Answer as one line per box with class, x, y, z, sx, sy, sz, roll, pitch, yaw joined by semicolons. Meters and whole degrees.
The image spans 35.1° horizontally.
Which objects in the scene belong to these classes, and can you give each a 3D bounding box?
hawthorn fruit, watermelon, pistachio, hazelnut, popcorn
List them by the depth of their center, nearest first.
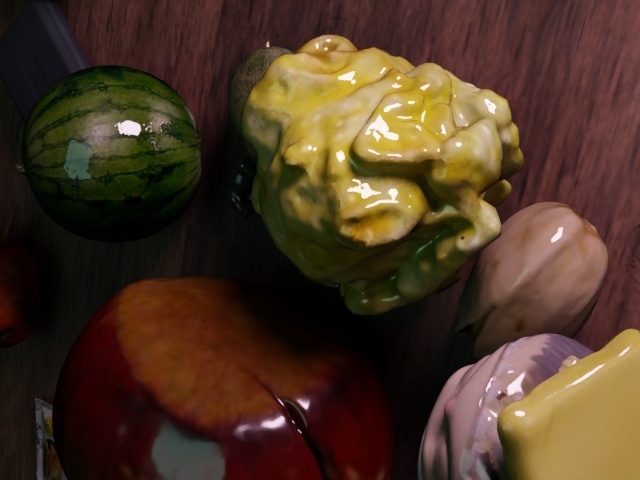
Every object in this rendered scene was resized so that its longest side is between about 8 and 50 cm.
popcorn;0.074;-0.074;1.102;0.312;0.312;0.312;8;104;34
pistachio;0.226;0.056;1.111;0.137;0.153;0.238;56;152;24
hazelnut;-0.113;0.233;1.256;0.429;0.402;0.402;18;110;20
watermelon;-0.281;-0.116;1.369;0.242;0.242;0.242;8;104;34
hawthorn fruit;-0.533;0.054;1.626;0.207;0.207;0.243;29;97;27

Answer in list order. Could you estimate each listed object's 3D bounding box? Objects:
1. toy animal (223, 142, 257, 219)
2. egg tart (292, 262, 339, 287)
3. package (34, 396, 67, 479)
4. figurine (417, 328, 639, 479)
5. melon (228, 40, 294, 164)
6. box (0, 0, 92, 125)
toy animal;-0.094;-0.101;1.359;0.065;0.047;0.135;37;125;33
egg tart;0.000;0.000;1.312;0.129;0.049;0.128;7;102;33
package;-0.424;0.363;1.701;0.173;0.027;0.171;13;107;36
figurine;0.256;0.204;1.092;0.378;0.361;0.266;-174;77;-68
melon;-0.059;-0.171;1.273;0.114;0.114;0.167;-14;79;36
box;-0.410;-0.238;1.551;0.160;0.050;0.230;-36;78;35
